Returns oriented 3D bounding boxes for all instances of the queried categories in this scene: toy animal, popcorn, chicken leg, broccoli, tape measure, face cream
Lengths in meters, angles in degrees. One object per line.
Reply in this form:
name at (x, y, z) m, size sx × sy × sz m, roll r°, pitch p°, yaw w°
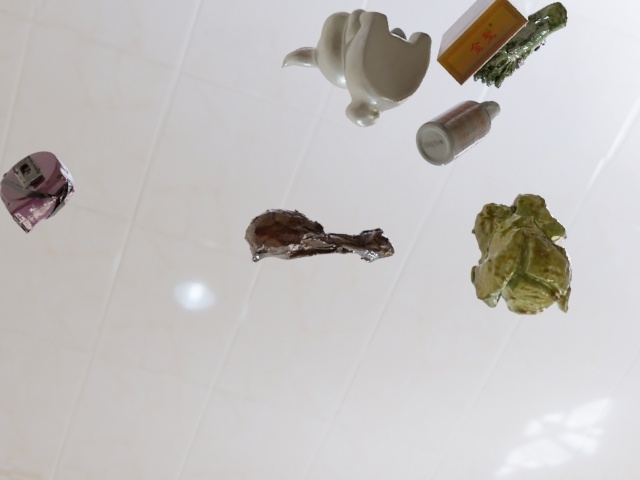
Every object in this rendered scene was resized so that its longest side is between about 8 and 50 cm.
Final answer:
toy animal at (0.072, -0.390, 2.339) m, size 0.196 × 0.241 × 0.367 m, roll 22°, pitch -175°, yaw -32°
popcorn at (0.455, 0.040, 2.365) m, size 0.225 × 0.277 × 0.276 m, roll 8°, pitch -149°, yaw -13°
chicken leg at (0.000, 0.000, 2.057) m, size 0.304 × 0.113 × 0.093 m, roll 7°, pitch -139°, yaw -14°
broccoli at (0.454, -0.465, 2.392) m, size 0.145 × 0.304 × 0.165 m, roll -36°, pitch -83°, yaw -31°
tape measure at (-0.456, -0.083, 1.679) m, size 0.118 × 0.074 × 0.125 m, roll -39°, pitch -133°, yaw -9°
face cream at (0.314, -0.250, 2.259) m, size 0.101 × 0.101 × 0.251 m, roll 35°, pitch -136°, yaw 22°

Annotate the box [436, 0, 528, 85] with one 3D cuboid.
box at (0.317, -0.415, 2.051) m, size 0.076 × 0.174 × 0.274 m, roll 42°, pitch -159°, yaw -8°
